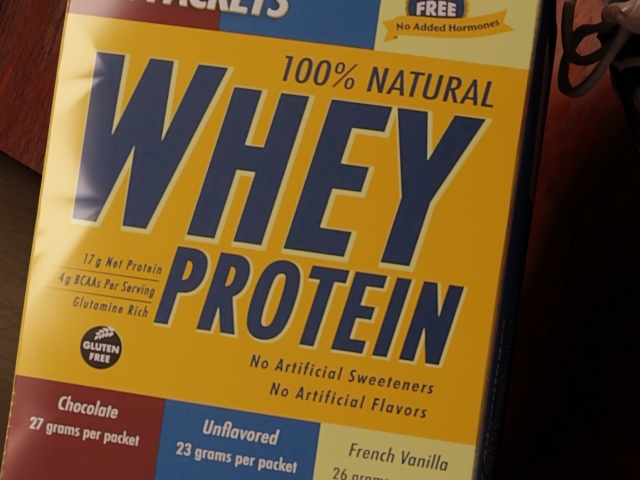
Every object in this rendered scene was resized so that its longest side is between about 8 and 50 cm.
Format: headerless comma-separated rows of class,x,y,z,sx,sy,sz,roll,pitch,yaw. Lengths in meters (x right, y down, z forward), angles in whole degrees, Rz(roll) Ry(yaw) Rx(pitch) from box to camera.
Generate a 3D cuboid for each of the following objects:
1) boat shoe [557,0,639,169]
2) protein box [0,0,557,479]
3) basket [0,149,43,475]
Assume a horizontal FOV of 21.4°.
boat shoe,0.131,-0.078,0.579,0.095,0.079,0.254,-38,36,49
protein box,0.000,0.000,0.565,0.201,0.136,0.199,12,-94,-81
basket,-0.102,0.078,0.752,0.154,0.227,0.204,-29,42,55
